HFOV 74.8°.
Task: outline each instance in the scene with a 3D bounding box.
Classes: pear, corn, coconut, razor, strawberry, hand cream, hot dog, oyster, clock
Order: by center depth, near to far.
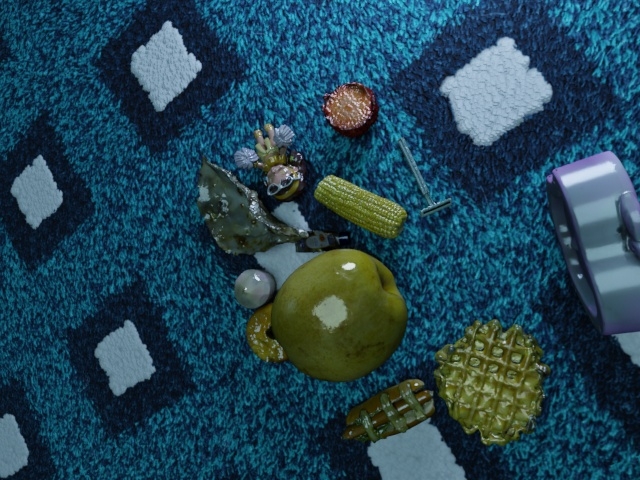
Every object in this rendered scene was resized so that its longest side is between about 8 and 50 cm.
[{"bbox_3d":[0.532,0.007,0.798,0.102,0.339,0.338,-17,85,23],"label":"clock"},{"bbox_3d":[0.043,0.174,0.979,0.315,0.314,0.313,0,91,19],"label":"pear"},{"bbox_3d":[0.244,-0.164,1.047,0.084,0.036,0.211,-22,77,-6],"label":"razor"},{"bbox_3d":[0.168,0.438,1.055,0.270,0.072,0.109,-33,78,15],"label":"hot dog"},{"bbox_3d":[0.099,-0.086,1.062,0.244,0.093,0.093,27,99,17],"label":"corn"},{"bbox_3d":[0.079,-0.331,1.069,0.145,0.086,0.145,0,92,17],"label":"strawberry"},{"bbox_3d":[0.000,0.000,1.126,0.163,0.039,0.062,-5,105,21],"label":"hand cream"},{"bbox_3d":[-0.184,0.133,1.141,0.110,0.124,0.110,0,89,17],"label":"coconut"},{"bbox_3d":[-0.223,-0.065,1.177,0.396,0.111,0.204,40,118,16],"label":"oyster"}]

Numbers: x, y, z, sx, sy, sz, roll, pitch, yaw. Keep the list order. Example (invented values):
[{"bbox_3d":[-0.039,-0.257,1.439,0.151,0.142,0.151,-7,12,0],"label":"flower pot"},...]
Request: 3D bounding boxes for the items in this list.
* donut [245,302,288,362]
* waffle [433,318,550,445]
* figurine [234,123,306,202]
[{"bbox_3d":[-0.114,0.250,1.153,0.179,0.065,0.162,-13,81,19],"label":"donut"},{"bbox_3d":[0.405,0.331,0.978,0.262,0.060,0.280,-34,80,16],"label":"waffle"},{"bbox_3d":[-0.122,-0.213,1.123,0.175,0.116,0.239,-30,75,14],"label":"figurine"}]
